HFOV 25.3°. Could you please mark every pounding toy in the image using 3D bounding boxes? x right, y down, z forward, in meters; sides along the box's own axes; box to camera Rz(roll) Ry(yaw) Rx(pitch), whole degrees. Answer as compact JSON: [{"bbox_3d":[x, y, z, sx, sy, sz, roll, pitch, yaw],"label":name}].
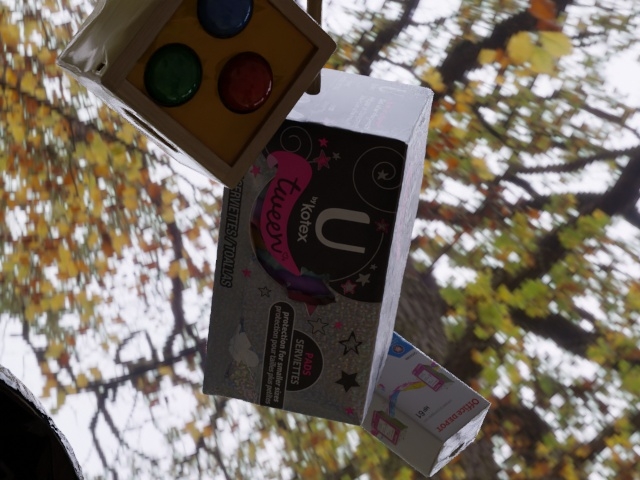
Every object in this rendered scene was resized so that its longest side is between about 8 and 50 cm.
[{"bbox_3d":[-0.041,-0.144,0.987,0.181,0.094,0.206,40,-98,-35],"label":"pounding toy"}]

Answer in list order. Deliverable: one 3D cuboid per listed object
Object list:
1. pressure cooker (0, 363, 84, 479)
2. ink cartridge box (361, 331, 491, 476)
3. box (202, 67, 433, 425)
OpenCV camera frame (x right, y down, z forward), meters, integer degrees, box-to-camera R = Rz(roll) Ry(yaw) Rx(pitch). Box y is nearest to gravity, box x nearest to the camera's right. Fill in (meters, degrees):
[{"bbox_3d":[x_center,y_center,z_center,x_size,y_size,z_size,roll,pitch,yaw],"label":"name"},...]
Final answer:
[{"bbox_3d":[-0.406,0.223,1.090,0.376,0.420,0.369,-16,-77,-33],"label":"pressure cooker"},{"bbox_3d":[0.085,0.153,1.344,0.122,0.088,0.052,37,-50,20],"label":"ink cartridge box"},{"bbox_3d":[0.000,0.000,1.161,0.142,0.163,0.247,10,-67,7],"label":"box"}]
